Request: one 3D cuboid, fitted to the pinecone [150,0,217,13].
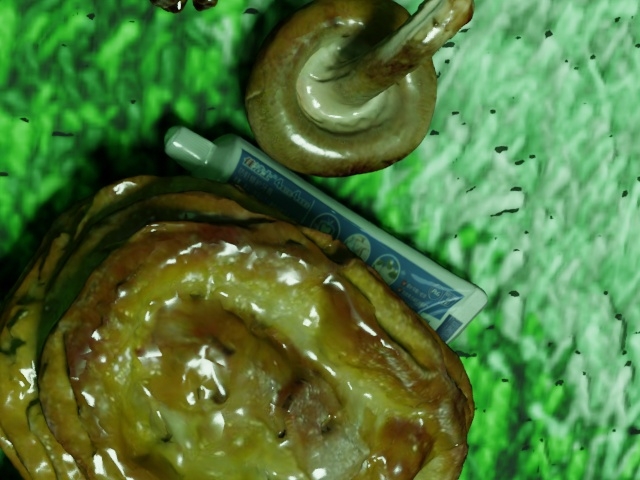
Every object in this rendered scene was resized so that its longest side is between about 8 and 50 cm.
[{"bbox_3d":[-0.068,-0.148,0.757,0.102,0.102,0.109,-47,126,-1],"label":"pinecone"}]

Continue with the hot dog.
[{"bbox_3d":[-0.026,0.086,0.833,0.259,0.114,0.175,36,81,-30],"label":"hot dog"}]

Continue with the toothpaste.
[{"bbox_3d":[0.000,0.000,0.869,0.197,0.035,0.057,35,108,-29],"label":"toothpaste"}]

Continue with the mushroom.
[{"bbox_3d":[0.027,-0.083,0.825,0.129,0.073,0.088,-35,99,28],"label":"mushroom"}]
